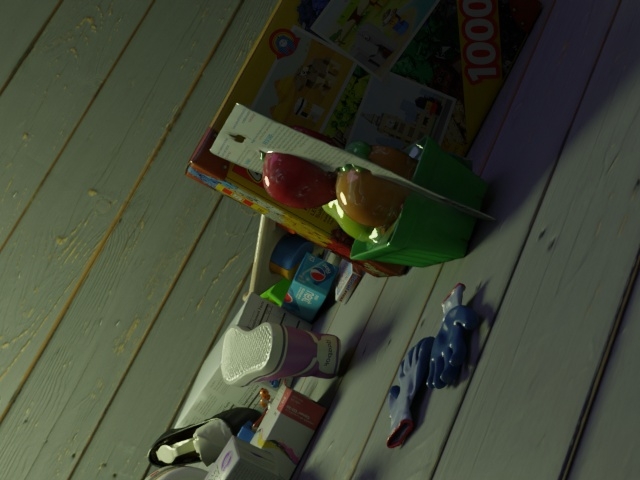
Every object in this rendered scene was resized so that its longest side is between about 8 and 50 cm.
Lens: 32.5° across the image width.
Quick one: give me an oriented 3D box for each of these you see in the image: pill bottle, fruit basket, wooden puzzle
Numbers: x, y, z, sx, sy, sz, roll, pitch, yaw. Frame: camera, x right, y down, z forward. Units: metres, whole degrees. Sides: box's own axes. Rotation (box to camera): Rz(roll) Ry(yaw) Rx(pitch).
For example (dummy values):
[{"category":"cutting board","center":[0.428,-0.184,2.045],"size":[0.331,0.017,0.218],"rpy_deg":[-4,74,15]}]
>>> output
[{"category":"pill bottle","center":[-0.258,0.491,2.003],"size":[0.162,0.162,0.278],"rpy_deg":[-63,8,-15]},{"category":"fruit basket","center":[0.034,-0.090,1.473],"size":[0.165,0.353,0.327],"rpy_deg":[-63,7,-10]},{"category":"wooden puzzle","center":[-0.014,-0.053,2.252],"size":[0.322,0.081,0.347],"rpy_deg":[-36,-30,-48]}]

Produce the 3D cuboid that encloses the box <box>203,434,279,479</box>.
[{"category":"box","center":[-0.167,0.407,1.424],"size":[0.324,0.067,0.063],"rpy_deg":[-58,21,10]}]

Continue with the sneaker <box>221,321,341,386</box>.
[{"category":"sneaker","center":[-0.058,0.194,1.785],"size":[0.282,0.161,0.102],"rpy_deg":[168,109,-65]}]

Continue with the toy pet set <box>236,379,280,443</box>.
[{"category":"toy pet set","center":[-0.102,0.305,1.858],"size":[0.114,0.065,0.122],"rpy_deg":[-62,34,11]}]

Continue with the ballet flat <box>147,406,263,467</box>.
[{"category":"ballet flat","center":[-0.224,0.392,2.097],"size":[0.280,0.095,0.096],"rpy_deg":[-24,-4,36]}]

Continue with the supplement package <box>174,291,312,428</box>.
[{"category":"supplement package","center":[-0.156,0.274,2.199],"size":[0.262,0.145,0.204],"rpy_deg":[-54,10,41]}]

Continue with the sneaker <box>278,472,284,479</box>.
[{"category":"sneaker","center":[-0.115,0.418,1.522],"size":[0.147,0.105,0.295],"rpy_deg":[-54,13,15]}]

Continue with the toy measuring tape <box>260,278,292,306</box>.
[{"category":"toy measuring tape","center":[-0.061,0.051,2.561],"size":[0.330,0.121,0.121],"rpy_deg":[-56,4,-30]}]

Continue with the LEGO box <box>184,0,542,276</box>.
[{"category":"LEGO box","center":[0.064,-0.242,1.764],"size":[0.500,0.373,0.193],"rpy_deg":[-62,8,-8]}]

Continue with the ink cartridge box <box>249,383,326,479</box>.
[{"category":"ink cartridge box","center":[-0.073,0.331,1.722],"size":[0.198,0.067,0.115],"rpy_deg":[-62,7,-7]}]

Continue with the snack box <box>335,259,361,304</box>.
[{"category":"snack box","center":[0.051,0.062,2.065],"size":[0.064,0.022,0.178],"rpy_deg":[-60,7,14]}]

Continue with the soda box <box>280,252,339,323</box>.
[{"category":"soda box","center":[-0.025,0.100,2.152],"size":[0.210,0.071,0.067],"rpy_deg":[116,179,-66]}]

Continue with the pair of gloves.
[{"category":"pair of gloves","center":[0.128,0.140,1.261],"size":[0.198,0.023,0.159],"rpy_deg":[-57,10,35]}]

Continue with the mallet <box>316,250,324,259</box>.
[{"category":"mallet","center":[0.000,0.000,2.491],"size":[0.189,0.062,0.039],"rpy_deg":[-64,7,-21]}]

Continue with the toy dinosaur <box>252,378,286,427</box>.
[{"category":"toy dinosaur","center":[-0.088,0.299,1.935],"size":[0.082,0.090,0.047],"rpy_deg":[-20,1,-17]}]
